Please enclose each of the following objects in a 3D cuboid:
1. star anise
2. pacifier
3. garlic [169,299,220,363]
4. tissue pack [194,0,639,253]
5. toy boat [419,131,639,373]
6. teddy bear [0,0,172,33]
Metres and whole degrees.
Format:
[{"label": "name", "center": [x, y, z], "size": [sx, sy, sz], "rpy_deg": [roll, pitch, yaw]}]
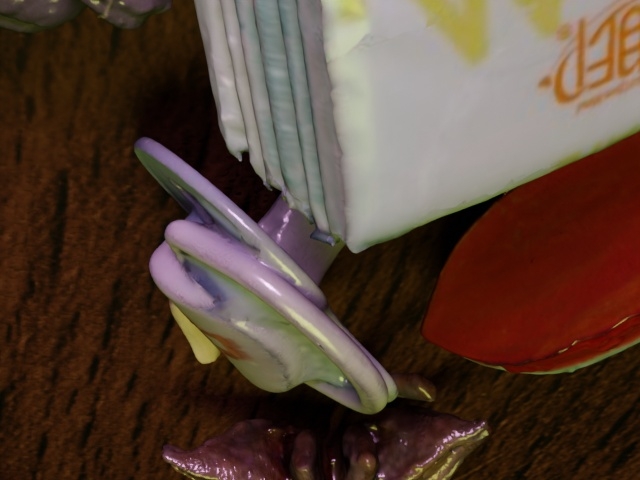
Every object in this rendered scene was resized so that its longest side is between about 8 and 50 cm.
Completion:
[{"label": "star anise", "center": [0.013, 0.206, 1.231], "size": [0.292, 0.109, 0.349], "rpy_deg": [-17, 151, 3]}, {"label": "pacifier", "center": [0.000, 0.000, 0.945], "size": [0.207, 0.227, 0.279], "rpy_deg": [-49, 138, -10]}, {"label": "garlic", "center": [-0.095, 0.059, 1.072], "size": [0.041, 0.053, 0.083], "rpy_deg": [-8, 133, 6]}, {"label": "tissue pack", "center": [0.075, -0.219, 0.550], "size": [0.287, 0.162, 0.388], "rpy_deg": [-24, 132, -17]}, {"label": "toy boat", "center": [0.214, 0.004, 0.984], "size": [0.332, 0.145, 0.133], "rpy_deg": [-32, 162, 30]}, {"label": "teddy bear", "center": [-0.206, -0.190, 0.697], "size": [0.251, 0.144, 0.171], "rpy_deg": [25, 153, -31]}]
